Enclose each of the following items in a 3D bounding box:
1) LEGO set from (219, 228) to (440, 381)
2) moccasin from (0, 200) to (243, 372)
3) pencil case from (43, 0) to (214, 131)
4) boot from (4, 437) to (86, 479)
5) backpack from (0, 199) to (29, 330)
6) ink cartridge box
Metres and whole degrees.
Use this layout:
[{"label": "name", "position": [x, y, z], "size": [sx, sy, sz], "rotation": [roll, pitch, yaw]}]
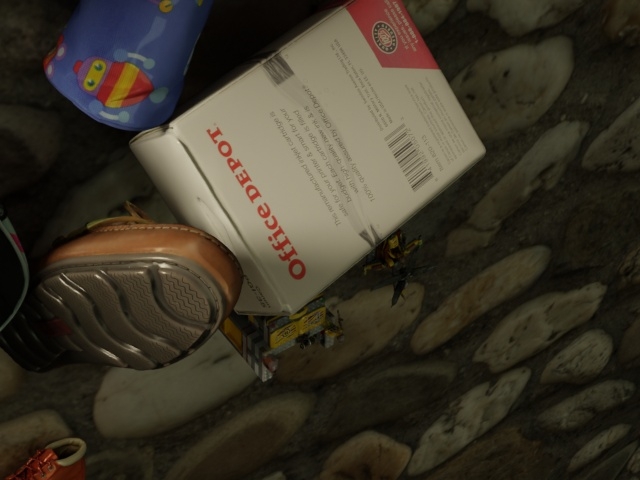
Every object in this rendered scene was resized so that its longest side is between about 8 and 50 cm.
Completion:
[{"label": "LEGO set", "position": [0.000, 0.000, 1.303], "size": [0.331, 0.192, 0.255], "rotation": [-20, 139, -32]}, {"label": "moccasin", "position": [-0.176, 0.040, 1.066], "size": [0.147, 0.139, 0.380], "rotation": [-49, -167, -29]}, {"label": "pencil case", "position": [-0.127, -0.240, 0.981], "size": [0.306, 0.119, 0.133], "rotation": [-62, -174, 24]}, {"label": "boot", "position": [-0.337, 0.277, 1.374], "size": [0.158, 0.059, 0.084], "rotation": [-18, 135, -47]}, {"label": "backpack", "position": [-0.361, 0.011, 0.939], "size": [0.225, 0.191, 0.253], "rotation": [-39, 145, -13]}, {"label": "ink cartridge box", "position": [-0.009, -0.089, 1.142], "size": [0.283, 0.117, 0.207], "rotation": [-38, 106, -27]}]
